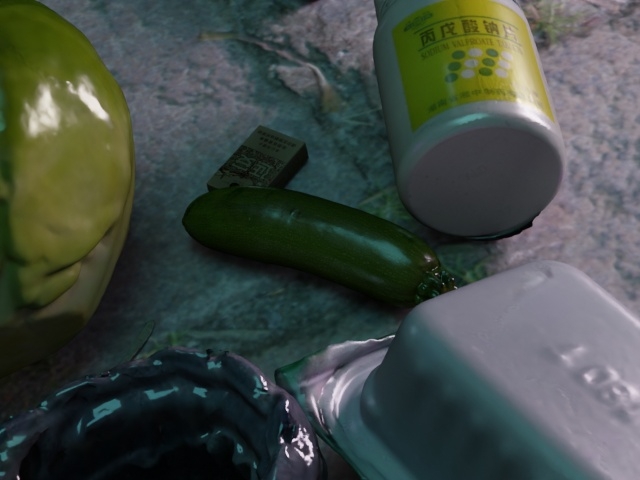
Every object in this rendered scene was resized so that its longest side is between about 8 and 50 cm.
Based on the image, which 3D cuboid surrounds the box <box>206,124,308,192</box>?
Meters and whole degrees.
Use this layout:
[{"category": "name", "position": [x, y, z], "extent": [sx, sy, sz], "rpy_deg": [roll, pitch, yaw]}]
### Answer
[{"category": "box", "position": [-0.055, -0.062, 1.332], "extent": [0.053, 0.024, 0.083], "rpy_deg": [22, 55, 27]}]

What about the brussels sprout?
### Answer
[{"category": "brussels sprout", "position": [-0.294, -0.043, 1.219], "extent": [0.344, 0.268, 0.344], "rpy_deg": [-10, 66, 24]}]

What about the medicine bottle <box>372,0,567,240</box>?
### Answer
[{"category": "medicine bottle", "position": [0.119, -0.138, 1.286], "extent": [0.143, 0.143, 0.258], "rpy_deg": [-10, 46, 2]}]

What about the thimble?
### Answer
[{"category": "thimble", "position": [-0.108, 0.190, 1.022], "extent": [0.236, 0.172, 0.205], "rpy_deg": [-3, 45, 11]}]

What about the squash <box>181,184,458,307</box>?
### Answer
[{"category": "squash", "position": [0.000, 0.000, 1.238], "extent": [0.258, 0.069, 0.069], "rpy_deg": [16, 54, 23]}]

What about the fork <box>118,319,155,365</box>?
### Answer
[{"category": "fork", "position": [-0.164, 0.106, 1.214], "extent": [0.016, 0.012, 0.115], "rpy_deg": [17, 49, 19]}]

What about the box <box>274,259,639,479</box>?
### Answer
[{"category": "box", "position": [0.170, 0.127, 1.017], "extent": [0.264, 0.106, 0.336], "rpy_deg": [-19, 44, -32]}]
